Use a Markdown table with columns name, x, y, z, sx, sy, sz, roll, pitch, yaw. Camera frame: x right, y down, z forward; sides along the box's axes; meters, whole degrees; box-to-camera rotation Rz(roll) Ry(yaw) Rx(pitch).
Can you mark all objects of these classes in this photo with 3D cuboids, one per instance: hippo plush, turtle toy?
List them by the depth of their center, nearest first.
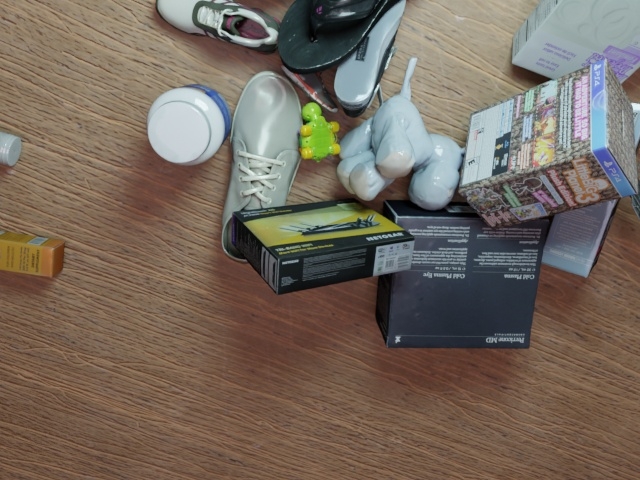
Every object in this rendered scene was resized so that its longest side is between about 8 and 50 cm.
| name | x | y | z | sx | sy | sz | roll | pitch | yaw |
| --- | --- | --- | --- | --- | --- | --- | --- | --- | --- |
| turtle toy | -0.011 | -0.238 | 1.272 | 0.095 | 0.066 | 0.130 | -13 | 109 | -28 |
| hippo plush | 0.190 | -0.184 | 1.286 | 0.236 | 0.234 | 0.294 | 27 | 62 | -29 |

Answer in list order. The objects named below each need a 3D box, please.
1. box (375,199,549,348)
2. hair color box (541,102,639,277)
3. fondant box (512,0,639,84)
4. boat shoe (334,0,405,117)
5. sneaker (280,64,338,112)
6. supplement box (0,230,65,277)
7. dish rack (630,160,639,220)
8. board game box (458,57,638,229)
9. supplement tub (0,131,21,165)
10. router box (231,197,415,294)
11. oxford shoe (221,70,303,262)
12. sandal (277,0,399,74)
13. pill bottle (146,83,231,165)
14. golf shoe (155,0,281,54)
| name | x | y | z | sx | sy | sz | roll | pitch | yaw |
| --- | --- | --- | --- | --- | --- | --- | --- | --- | --- |
| box | 0.316 | 0.076 | 1.356 | 0.343 | 0.179 | 0.313 | 2 | 105 | -4 |
| hair color box | 0.620 | -0.122 | 1.299 | 0.113 | 0.185 | 0.374 | 20 | 108 | 26 |
| fondant box | 0.577 | -0.454 | 1.148 | 0.238 | 0.330 | 0.096 | 17 | 62 | -9 |
| boat shoe | 0.109 | -0.410 | 1.229 | 0.113 | 0.105 | 0.306 | 11 | 80 | 9 |
| sneaker | -0.012 | -0.347 | 1.269 | 0.158 | 0.061 | 0.065 | 41 | 92 | -16 |
| supplement box | -0.722 | 0.025 | 1.329 | 0.233 | 0.080 | 0.078 | 9 | 104 | -4 |
| dish rack | 0.791 | -0.123 | 1.310 | 0.208 | 0.074 | 0.271 | 49 | 59 | -18 |
| board game box | 0.447 | -0.181 | 1.146 | 0.291 | 0.232 | 0.141 | -16 | 135 | 42 |
| supplement tub | -0.721 | -0.209 | 1.259 | 0.107 | 0.071 | 0.071 | 15 | 106 | -9 |
| router box | 0.000 | 0.000 | 1.200 | 0.308 | 0.243 | 0.081 | -9 | 117 | -28 |
| oxford shoe | -0.133 | -0.146 | 1.288 | 0.169 | 0.130 | 0.449 | 11 | 105 | -5 |
| sandal | 0.080 | -0.513 | 1.145 | 0.446 | 0.107 | 0.167 | -43 | 73 | -4 |
| pill bottle | -0.266 | -0.236 | 1.174 | 0.152 | 0.272 | 0.152 | -1 | 107 | -4 |
| golf shoe | -0.209 | -0.464 | 1.189 | 0.272 | 0.120 | 0.105 | 14 | 107 | -6 |
